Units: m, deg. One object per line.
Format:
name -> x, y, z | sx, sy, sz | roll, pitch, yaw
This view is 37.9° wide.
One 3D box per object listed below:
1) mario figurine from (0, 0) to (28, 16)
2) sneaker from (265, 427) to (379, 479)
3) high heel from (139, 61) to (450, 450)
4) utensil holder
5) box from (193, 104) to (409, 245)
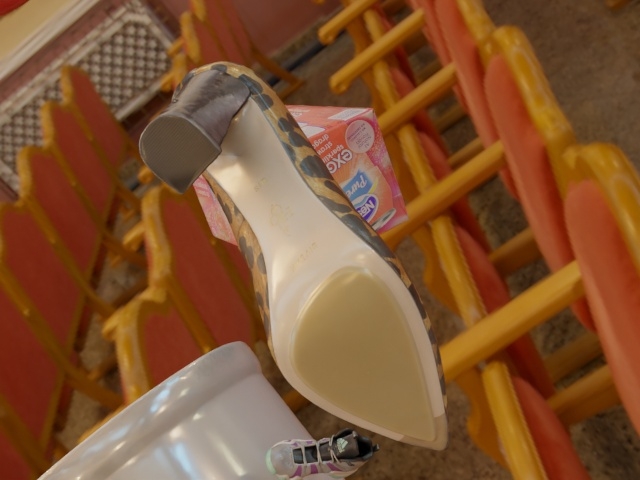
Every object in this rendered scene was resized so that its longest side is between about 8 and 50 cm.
mario figurine -> -0.329, -0.272, 0.650 | 0.198, 0.320, 0.170 | -45, 41, 18
sneaker -> 0.006, 0.180, 0.804 | 0.069, 0.098, 0.038 | -41, 55, 42
high heel -> 0.000, 0.000, 0.587 | 0.093, 0.261, 0.186 | -36, 14, 14
utensil holder -> -0.086, 0.350, 0.930 | 0.327, 0.385, 0.327 | -39, -11, -9
box -> -0.044, -0.075, 1.151 | 0.154, 0.142, 0.300 | -27, 19, -21
